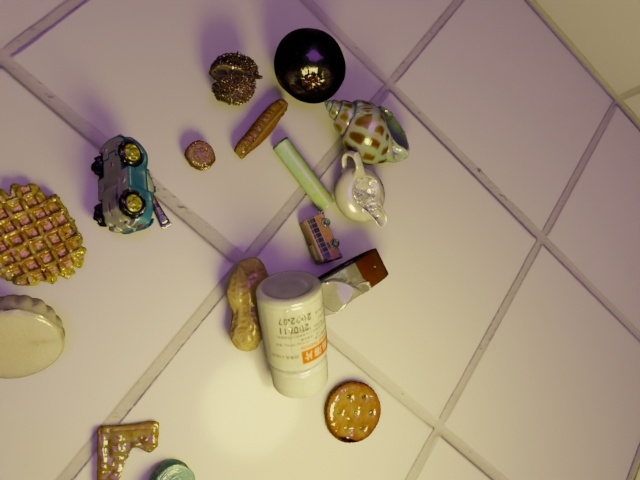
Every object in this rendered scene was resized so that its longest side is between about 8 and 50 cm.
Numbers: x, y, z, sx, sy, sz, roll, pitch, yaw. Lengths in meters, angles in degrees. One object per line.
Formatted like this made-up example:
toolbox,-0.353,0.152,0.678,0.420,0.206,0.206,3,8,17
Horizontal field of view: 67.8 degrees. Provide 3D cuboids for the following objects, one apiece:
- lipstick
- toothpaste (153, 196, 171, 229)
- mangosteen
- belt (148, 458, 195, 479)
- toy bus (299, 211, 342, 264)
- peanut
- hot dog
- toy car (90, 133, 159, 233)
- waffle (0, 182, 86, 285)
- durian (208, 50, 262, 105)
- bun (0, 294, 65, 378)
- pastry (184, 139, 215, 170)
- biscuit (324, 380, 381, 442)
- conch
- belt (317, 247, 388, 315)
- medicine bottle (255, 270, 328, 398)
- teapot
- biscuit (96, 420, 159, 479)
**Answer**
lipstick,-0.062,-0.246,1.780,0.076,0.076,0.304,-39,96,-23
toothpaste,-0.546,-0.106,1.593,0.037,0.021,0.140,-29,95,-22
mangosteen,-0.043,-0.670,1.784,0.274,0.275,0.302,10,43,-20
belt,-0.455,0.759,1.449,0.147,0.082,0.163,33,67,-24
toy bus,0.000,0.000,1.754,0.103,0.091,0.182,-23,88,-22
peanut,-0.242,0.213,1.599,0.149,0.149,0.314,-2,88,-22
hot dog,-0.219,-0.415,1.748,0.068,0.083,0.289,35,69,7
toy car,-0.605,-0.176,1.502,0.165,0.198,0.315,8,72,-54
waffle,-0.867,-0.019,1.430,0.306,0.060,0.312,6,81,-21
durian,-0.298,-0.574,1.687,0.195,0.167,0.196,1,98,9
bun,-0.852,0.239,1.332,0.262,0.175,0.263,-11,127,-15
pastry,-0.417,-0.297,1.656,0.109,0.057,0.097,9,79,-19
biscuit,0.117,0.615,1.709,0.220,0.066,0.221,3,81,-21
conch,0.181,-0.424,1.830,0.368,0.197,0.250,50,51,-33
belt,0.089,0.151,1.693,0.338,0.217,0.122,-28,92,-30
medicine bottle,-0.082,0.302,1.531,0.210,0.211,0.372,-17,117,-23
teapot,0.147,-0.193,1.803,0.208,0.166,0.300,-28,111,-15
biscuit,-0.581,0.639,1.442,0.183,0.039,0.174,-3,81,-21
